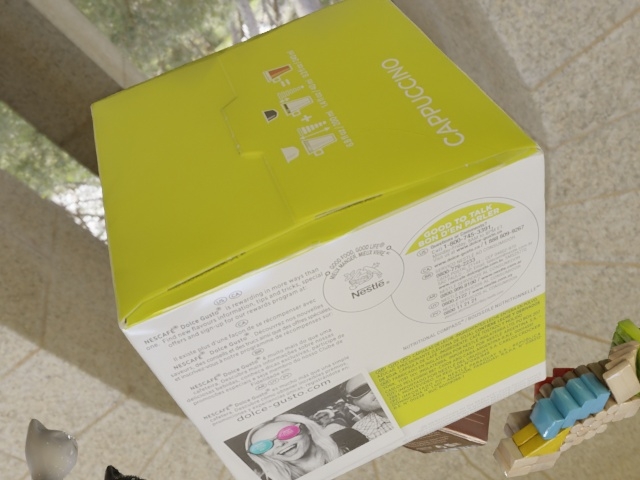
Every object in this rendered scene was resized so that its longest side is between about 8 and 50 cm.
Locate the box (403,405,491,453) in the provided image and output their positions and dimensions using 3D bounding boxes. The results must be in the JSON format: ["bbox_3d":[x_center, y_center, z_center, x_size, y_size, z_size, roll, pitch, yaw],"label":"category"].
[{"bbox_3d":[0.148,0.197,1.016,0.168,0.167,0.203,138,-30,-60],"label":"box"}]

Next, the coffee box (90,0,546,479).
[{"bbox_3d":[0.000,0.000,0.701,0.339,0.334,0.337,-23,-136,-3],"label":"coffee box"}]

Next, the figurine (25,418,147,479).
[{"bbox_3d":[-0.283,0.332,0.792,0.092,0.215,0.209,-31,-146,14],"label":"figurine"}]

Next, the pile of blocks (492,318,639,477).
[{"bbox_3d":[0.400,0.208,1.007,0.362,0.149,0.112,-33,-139,4],"label":"pile of blocks"}]
